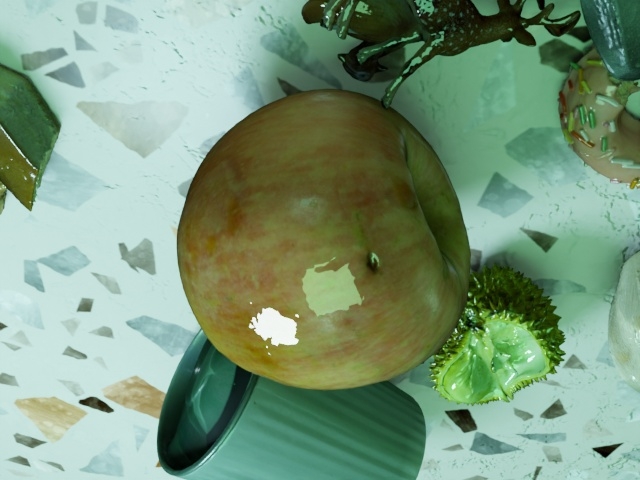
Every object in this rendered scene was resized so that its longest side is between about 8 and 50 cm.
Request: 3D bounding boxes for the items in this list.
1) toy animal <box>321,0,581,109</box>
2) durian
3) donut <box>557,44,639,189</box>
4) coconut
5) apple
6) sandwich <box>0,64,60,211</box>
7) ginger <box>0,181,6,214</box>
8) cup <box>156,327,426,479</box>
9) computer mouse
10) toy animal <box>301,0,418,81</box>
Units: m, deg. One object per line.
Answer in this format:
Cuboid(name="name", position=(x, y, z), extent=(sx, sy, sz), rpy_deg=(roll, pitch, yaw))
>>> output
Cuboid(name="toy animal", position=(0.154, -0.261, 1.014), extent=(0.260, 0.087, 0.243), rpy_deg=(-31, 142, 13))
Cuboid(name="durian", position=(0.270, 0.145, 1.394), extent=(0.200, 0.176, 0.237), rpy_deg=(11, 140, -14))
Cuboid(name="donut", position=(0.421, -0.150, 1.153), extent=(0.233, 0.085, 0.199), rpy_deg=(8, 135, 4))
Cuboid(name="coconut", position=(0.538, 0.125, 1.280), extent=(0.245, 0.247, 0.244), rpy_deg=(6, 134, 6))
Cuboid(name="apple", position=(0.000, 0.000, 1.150), extent=(0.347, 0.391, 0.391), rpy_deg=(-16, 128, 24))
Cuboid(name="sandwich", position=(-0.449, -0.160, 1.281), extent=(0.096, 0.094, 0.258), rpy_deg=(-8, 133, 22))
Cuboid(name="ginger", position=(-0.521, -0.062, 1.430), extent=(0.097, 0.030, 0.048), rpy_deg=(-27, 96, 27))
Cuboid(name="cup", position=(-0.063, 0.291, 1.552), extent=(0.392, 0.401, 0.310), rpy_deg=(30, 97, -25))
Cuboid(name="computer mouse", position=(0.351, -0.282, 1.032), extent=(0.113, 0.068, 0.229), rpy_deg=(-36, 122, -15))
Cuboid(name="toy animal", position=(0.029, -0.284, 1.097), extent=(0.188, 0.089, 0.179), rpy_deg=(21, 137, -7))
